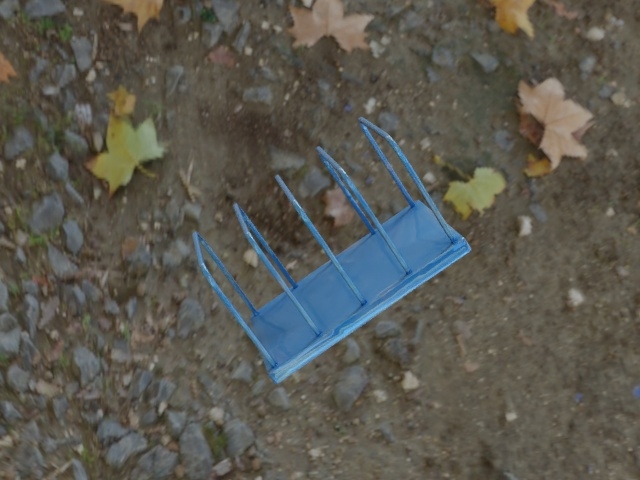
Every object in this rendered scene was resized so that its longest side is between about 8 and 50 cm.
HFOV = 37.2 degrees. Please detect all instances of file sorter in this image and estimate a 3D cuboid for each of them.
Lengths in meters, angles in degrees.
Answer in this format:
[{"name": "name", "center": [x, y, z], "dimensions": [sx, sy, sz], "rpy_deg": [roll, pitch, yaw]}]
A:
[{"name": "file sorter", "center": [0.000, 0.000, 0.714], "dimensions": [0.170, 0.118, 0.104], "rpy_deg": [-35, 109, 0]}]
